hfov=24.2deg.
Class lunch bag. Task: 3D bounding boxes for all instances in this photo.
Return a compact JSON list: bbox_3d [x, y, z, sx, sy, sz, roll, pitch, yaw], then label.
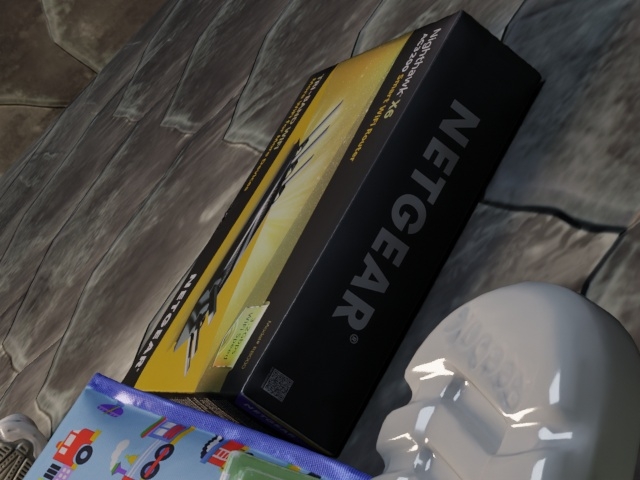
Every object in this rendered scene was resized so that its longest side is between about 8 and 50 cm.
[{"bbox_3d":[-0.078,0.214,0.838,0.293,0.138,0.221,4,57,55],"label":"lunch bag"}]

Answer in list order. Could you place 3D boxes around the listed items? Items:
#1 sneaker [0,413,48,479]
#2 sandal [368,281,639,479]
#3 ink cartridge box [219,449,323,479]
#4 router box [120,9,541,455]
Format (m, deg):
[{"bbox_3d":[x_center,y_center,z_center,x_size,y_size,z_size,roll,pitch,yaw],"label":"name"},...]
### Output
[{"bbox_3d":[-0.350,0.263,1.467,0.232,0.090,0.115,-44,12,0],"label":"sneaker"},{"bbox_3d":[0.046,0.222,0.527,0.169,0.102,0.416,12,82,67],"label":"sandal"},{"bbox_3d":[-0.061,0.214,0.645,0.171,0.056,0.235,114,176,-75],"label":"ink cartridge box"},{"bbox_3d":[0.000,0.000,1.073,0.309,0.081,0.243,-60,20,-19],"label":"router box"}]
